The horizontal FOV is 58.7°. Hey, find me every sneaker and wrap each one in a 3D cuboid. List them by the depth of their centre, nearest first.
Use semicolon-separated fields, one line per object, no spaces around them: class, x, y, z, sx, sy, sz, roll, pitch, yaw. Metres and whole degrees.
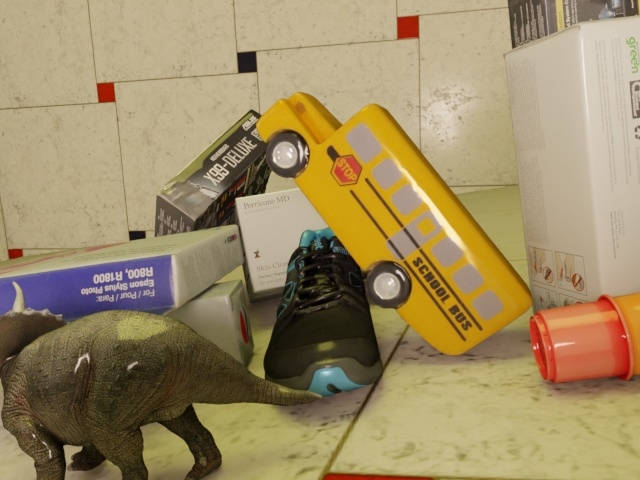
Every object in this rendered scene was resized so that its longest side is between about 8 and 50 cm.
sneaker;-0.006;0.071;0.655;0.125;0.139;0.341;-8;9;0

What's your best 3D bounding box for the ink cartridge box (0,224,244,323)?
ink cartridge box;-0.294;0.051;0.697;0.324;0.071;0.330;-8;6;9

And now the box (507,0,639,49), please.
box;0.420;-0.140;0.719;0.318;0.394;0.097;-12;10;-10

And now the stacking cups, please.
stacking cups;0.342;0.064;0.469;0.316;0.096;0.096;-10;8;6

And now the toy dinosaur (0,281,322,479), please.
toy dinosaur;-0.163;0.117;0.439;0.314;0.160;0.121;-5;11;19

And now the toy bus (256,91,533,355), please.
toy bus;0.077;-0.033;0.634;0.130;0.332;0.108;-39;-6;19

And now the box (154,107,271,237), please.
box;-0.187;-0.047;1.005;0.242;0.076;0.307;-52;-7;-34

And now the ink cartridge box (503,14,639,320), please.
ink cartridge box;0.362;-0.070;0.600;0.272;0.309;0.130;-10;8;-12

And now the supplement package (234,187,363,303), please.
supplement package;0.000;0.000;0.936;0.262;0.145;0.204;-12;-9;-11

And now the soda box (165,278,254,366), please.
soda box;-0.232;0.124;0.695;0.286;0.098;0.091;-9;7;2
